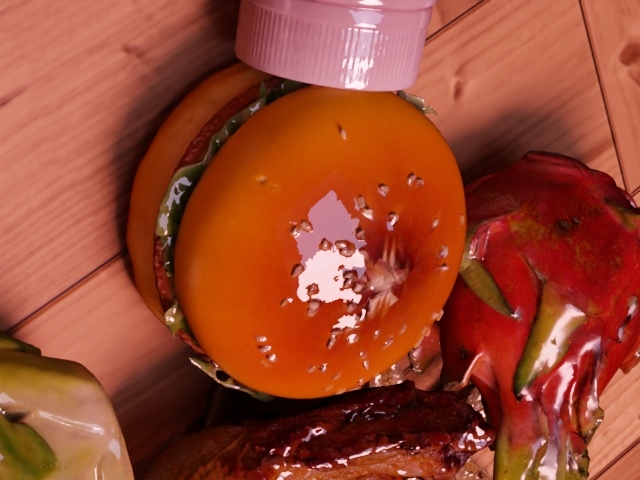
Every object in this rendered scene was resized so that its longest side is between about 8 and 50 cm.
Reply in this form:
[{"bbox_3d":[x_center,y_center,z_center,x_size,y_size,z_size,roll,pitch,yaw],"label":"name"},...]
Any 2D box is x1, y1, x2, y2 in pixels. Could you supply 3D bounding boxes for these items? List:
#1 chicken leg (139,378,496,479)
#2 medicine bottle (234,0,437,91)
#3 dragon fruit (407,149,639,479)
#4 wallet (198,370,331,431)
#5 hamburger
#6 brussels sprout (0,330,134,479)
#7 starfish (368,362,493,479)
[{"bbox_3d":[-0.035,0.179,1.204,0.323,0.083,0.177,-14,143,-8],"label":"chicken leg"},{"bbox_3d":[0.024,-0.230,1.102,0.133,0.133,0.249,-5,112,-37],"label":"medicine bottle"},{"bbox_3d":[0.169,0.066,1.311,0.200,0.198,0.269,-17,105,-64],"label":"dragon fruit"},{"bbox_3d":[-0.058,0.186,1.294,0.110,0.031,0.198,7,106,-41],"label":"wallet"},{"bbox_3d":[0.000,-0.002,1.162,0.246,0.170,0.246,-14,116,-31],"label":"hamburger"},{"bbox_3d":[-0.230,0.155,1.067,0.223,0.161,0.223,2,87,-31],"label":"brussels sprout"},{"bbox_3d":[0.104,0.160,1.398,0.138,0.050,0.247,-23,123,-29],"label":"starfish"}]
